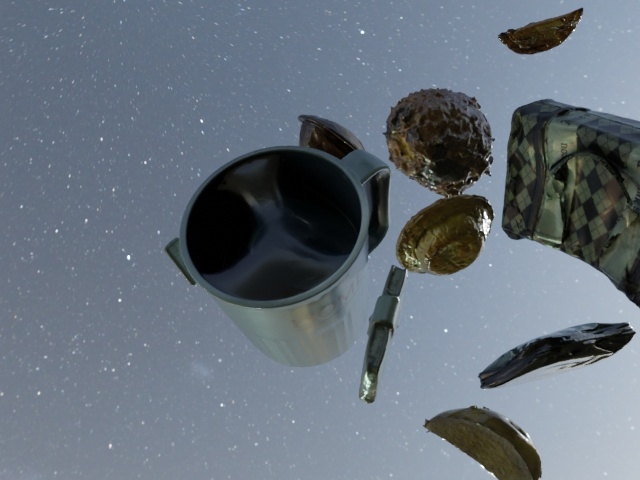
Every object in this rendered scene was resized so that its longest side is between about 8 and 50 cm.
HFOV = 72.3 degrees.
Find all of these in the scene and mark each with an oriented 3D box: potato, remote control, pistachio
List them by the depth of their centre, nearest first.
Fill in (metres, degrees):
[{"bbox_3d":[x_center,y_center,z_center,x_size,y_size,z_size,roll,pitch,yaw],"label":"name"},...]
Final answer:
[{"bbox_3d":[0.357,0.411,0.936,0.098,0.243,0.138,-32,-40,-41],"label":"potato"},{"bbox_3d":[0.021,-0.198,0.984,0.130,0.165,0.210,-45,-80,-22],"label":"pistachio"},{"bbox_3d":[-0.333,0.052,1.079,0.124,0.018,0.053,60,-136,-26],"label":"remote control"}]

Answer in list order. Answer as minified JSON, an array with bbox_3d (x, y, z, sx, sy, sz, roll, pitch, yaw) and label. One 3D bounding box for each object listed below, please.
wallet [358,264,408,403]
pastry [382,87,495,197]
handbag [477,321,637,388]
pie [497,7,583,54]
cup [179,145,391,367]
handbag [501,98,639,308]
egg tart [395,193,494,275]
[{"bbox_3d":[0.181,0.260,1.262,0.083,0.360,0.252,12,-37,15],"label":"wallet"},{"bbox_3d":[0.404,-0.317,1.460,0.405,0.337,0.292,-17,-19,-41],"label":"pastry"},{"bbox_3d":[0.483,0.232,0.890,0.332,0.075,0.191,-3,-35,-28],"label":"handbag"},{"bbox_3d":[0.553,-0.517,1.108,0.191,0.033,0.088,-9,-44,23],"label":"pie"},{"bbox_3d":[-0.037,0.020,0.732,0.257,0.331,0.311,11,-30,14],"label":"cup"},{"bbox_3d":[0.540,-0.067,0.839,0.180,0.416,0.316,-16,-55,-22],"label":"handbag"},{"bbox_3d":[0.516,0.006,1.755,0.443,0.178,0.443,-12,-42,-11],"label":"egg tart"}]
